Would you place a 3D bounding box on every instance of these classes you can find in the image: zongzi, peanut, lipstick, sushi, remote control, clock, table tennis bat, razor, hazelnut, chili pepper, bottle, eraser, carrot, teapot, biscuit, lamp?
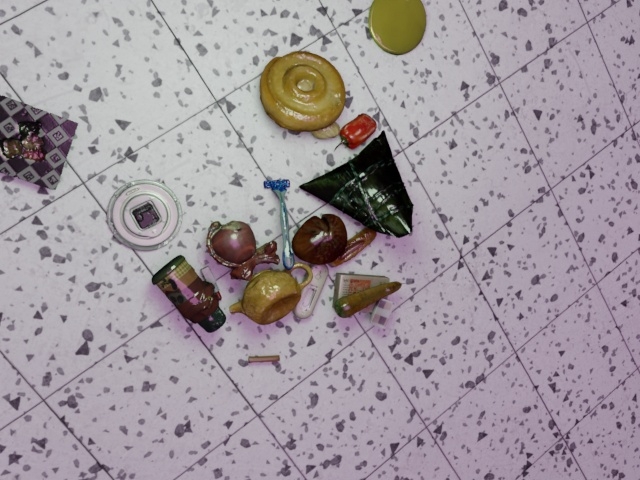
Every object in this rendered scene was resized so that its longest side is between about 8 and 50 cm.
[{"bbox_3d":[0.130,-0.152,1.833,0.362,0.319,0.383,-22,86,-2],"label":"zongzi"},{"bbox_3d":[-0.019,-0.407,1.816,0.187,0.082,0.082,25,88,-18],"label":"peanut"},{"bbox_3d":[-0.367,0.150,1.783,0.030,0.030,0.129,-28,103,-14],"label":"lipstick"},{"bbox_3d":[-0.874,-0.291,1.566,0.231,0.047,0.219,19,94,-15],"label":"sushi"},{"bbox_3d":[-0.035,0.180,1.887,0.078,0.042,0.221,24,88,-18],"label":"remote control"},{"bbox_3d":[-0.566,-0.081,1.684,0.237,0.053,0.236,-2,95,-18],"label":"clock"},{"bbox_3d":[0.295,-0.860,1.887,0.224,0.054,0.368,13,96,-18],"label":"table tennis bat"},{"bbox_3d":[-0.126,-0.061,1.769,0.093,0.056,0.324,-5,75,-16],"label":"razor"},{"bbox_3d":[0.000,0.000,1.815,0.204,0.178,0.177,-14,100,-16],"label":"hazelnut"},{"bbox_3d":[0.111,-0.372,1.855,0.192,0.086,0.084,-43,137,-19],"label":"chili pepper"},{"bbox_3d":[-0.413,0.182,1.705,0.143,0.156,0.271,-40,101,-4],"label":"bottle"},{"bbox_3d":[0.227,0.267,1.928,0.065,0.026,0.105,20,91,-16],"label":"eraser"},{"bbox_3d":[0.189,0.201,1.889,0.298,0.078,0.078,-19,101,-18],"label":"carrot"},{"bbox_3d":[-0.171,0.168,1.785,0.311,0.203,0.167,-34,62,-10],"label":"teapot"},{"bbox_3d":[-0.056,-0.503,1.737,0.297,0.102,0.296,4,72,-11],"label":"biscuit"},{"bbox_3d":[-0.269,0.018,1.743,0.215,0.151,0.223,-35,112,-26],"label":"lamp"}]

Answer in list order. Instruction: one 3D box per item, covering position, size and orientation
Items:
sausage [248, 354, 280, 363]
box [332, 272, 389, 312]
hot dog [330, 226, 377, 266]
[{"bbox_3d":[-0.201,0.424,1.868,0.116,0.026,0.026,1,95,-19],"label":"sausage"},{"bbox_3d":[0.151,0.195,1.941,0.201,0.058,0.141,7,94,-18],"label":"box"},{"bbox_3d":[0.122,0.026,1.920,0.216,0.047,0.066,-34,107,-12],"label":"hot dog"}]
